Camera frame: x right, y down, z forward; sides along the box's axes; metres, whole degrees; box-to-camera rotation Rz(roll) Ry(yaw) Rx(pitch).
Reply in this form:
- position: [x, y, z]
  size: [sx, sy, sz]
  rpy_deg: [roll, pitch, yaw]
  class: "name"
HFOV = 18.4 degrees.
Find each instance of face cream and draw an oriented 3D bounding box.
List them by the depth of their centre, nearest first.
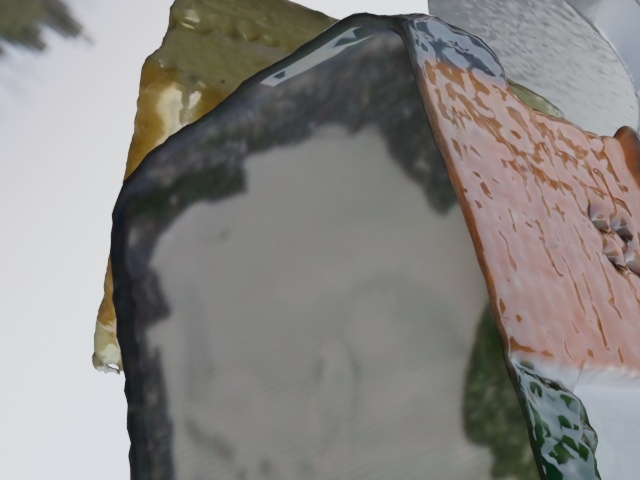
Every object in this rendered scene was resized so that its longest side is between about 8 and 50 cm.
- position: [0.185, -0.170, 1.336]
  size: [0.153, 0.177, 0.177]
  rpy_deg: [-48, -169, -23]
  class: "face cream"

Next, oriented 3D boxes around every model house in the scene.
- position: [0.089, 0.075, 0.860]
  size: [0.190, 0.301, 0.271]
  rpy_deg: [-34, -120, 36]
  class: "model house"

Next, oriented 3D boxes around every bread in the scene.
- position: [0.000, 0.000, 1.142]
  size: [0.111, 0.239, 0.246]
  rpy_deg: [-70, 179, -48]
  class: "bread"
